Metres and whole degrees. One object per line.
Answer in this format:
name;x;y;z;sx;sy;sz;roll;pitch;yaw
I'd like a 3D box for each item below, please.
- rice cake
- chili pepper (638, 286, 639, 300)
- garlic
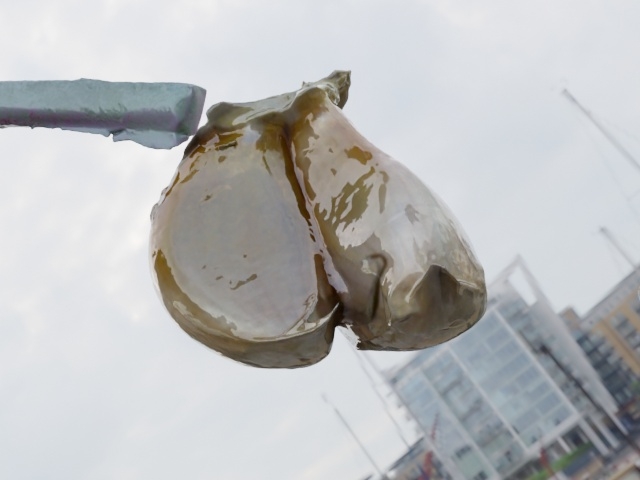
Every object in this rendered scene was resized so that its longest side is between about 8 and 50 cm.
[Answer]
rice cake;-0.252;-0.130;1.060;0.290;0.081;0.051;3;-15;22
chili pepper;0.412;0.032;1.022;0.148;0.116;0.264;-3;-1;6
garlic;0.000;0.000;0.952;0.286;0.313;0.249;-7;-37;-33
